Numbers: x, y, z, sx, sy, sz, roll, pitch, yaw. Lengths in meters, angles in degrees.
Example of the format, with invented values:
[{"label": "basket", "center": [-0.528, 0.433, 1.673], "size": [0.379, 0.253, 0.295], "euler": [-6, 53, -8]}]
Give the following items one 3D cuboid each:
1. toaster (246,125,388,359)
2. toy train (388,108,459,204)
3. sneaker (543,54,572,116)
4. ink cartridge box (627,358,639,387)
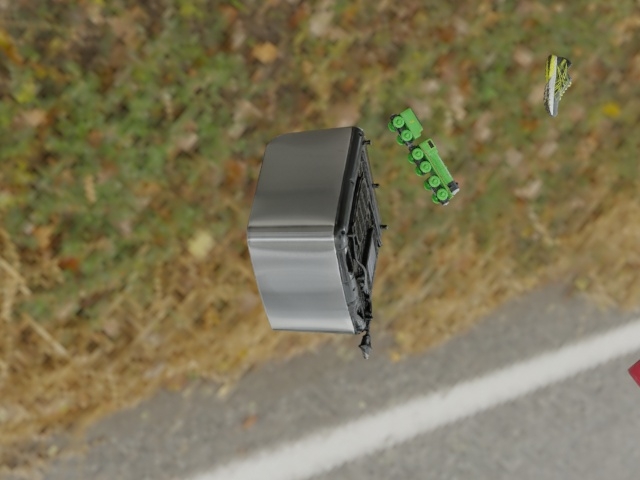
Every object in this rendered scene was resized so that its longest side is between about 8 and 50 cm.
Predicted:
[{"label": "toaster", "center": [0.000, 0.000, 1.734], "size": [0.168, 0.110, 0.185], "euler": [75, 19, -46]}, {"label": "toy train", "center": [0.082, -0.067, 1.313], "size": [0.024, 0.083, 0.017], "euler": [-31, 178, -20]}, {"label": "sneaker", "center": [0.317, -0.205, 2.209], "size": [0.031, 0.035, 0.083], "euler": [-138, -130, -83]}, {"label": "ink cartridge box", "center": [0.393, 0.167, 1.180], "size": [0.131, 0.306, 0.226], "euler": [-45, 154, 27]}]
